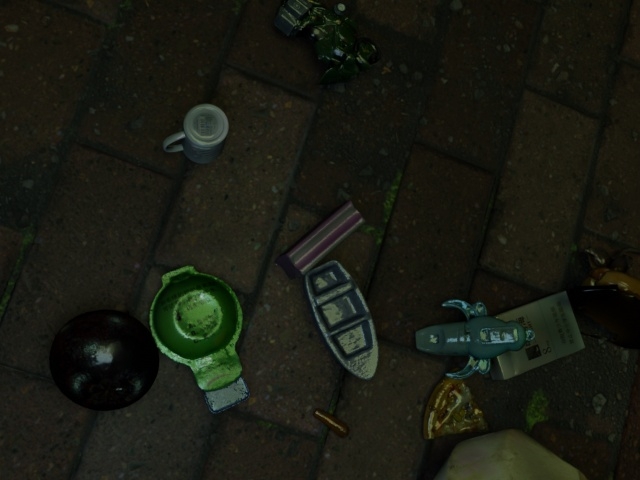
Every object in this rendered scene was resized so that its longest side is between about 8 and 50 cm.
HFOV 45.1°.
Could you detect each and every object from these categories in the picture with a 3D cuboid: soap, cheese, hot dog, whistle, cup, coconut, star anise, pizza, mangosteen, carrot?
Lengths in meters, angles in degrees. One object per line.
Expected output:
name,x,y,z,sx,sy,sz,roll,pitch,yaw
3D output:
soap,0.000,0.000,1.748,0.203,0.122,0.065,-41,95,-18
cheese,-0.253,0.210,1.666,0.203,0.083,0.321,-21,86,-19
hot dog,0.731,0.155,1.905,0.326,0.194,0.107,49,43,-44
whistle,0.356,0.226,1.788,0.273,0.093,0.186,-5,78,18
cup,-0.268,-0.222,1.699,0.099,0.133,0.136,43,73,-3
coconut,0.423,0.584,1.691,0.352,0.352,0.353,2,81,-15
star anise,0.805,0.034,1.975,0.218,0.148,0.227,48,62,-7
pizza,0.325,0.417,1.823,0.176,0.036,0.185,41,74,-7
mangosteen,-0.439,0.229,1.560,0.216,0.216,0.216,2,81,-15
carrot,0.026,0.412,1.744,0.093,0.032,0.032,36,74,-4

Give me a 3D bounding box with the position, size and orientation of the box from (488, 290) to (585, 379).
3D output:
box,0.510,0.231,1.887,0.242,0.067,0.155,-16,85,-17

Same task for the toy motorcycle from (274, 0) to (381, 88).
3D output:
toy motorcycle,0.005,-0.473,1.824,0.274,0.125,0.187,37,65,-6

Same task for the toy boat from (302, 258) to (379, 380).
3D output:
toy boat,0.052,0.186,1.759,0.127,0.078,0.283,-23,89,-18
